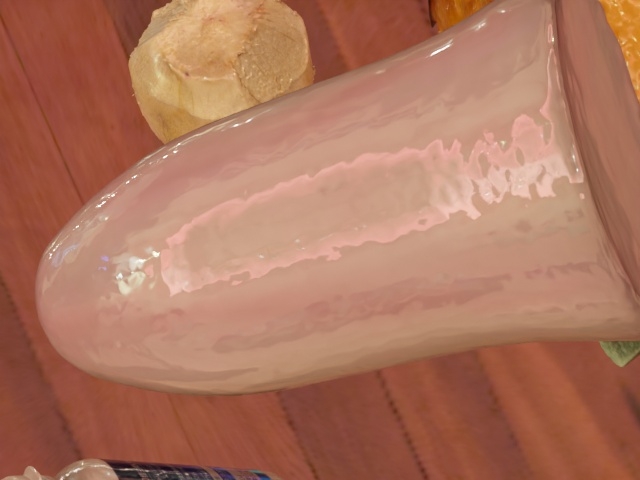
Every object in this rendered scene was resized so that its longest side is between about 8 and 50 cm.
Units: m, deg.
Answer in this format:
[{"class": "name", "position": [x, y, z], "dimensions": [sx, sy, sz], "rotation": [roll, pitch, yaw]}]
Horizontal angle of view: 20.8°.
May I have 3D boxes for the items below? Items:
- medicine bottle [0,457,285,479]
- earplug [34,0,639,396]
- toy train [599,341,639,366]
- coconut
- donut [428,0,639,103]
[{"class": "medicine bottle", "position": [-0.111, 0.193, 1.096], "dimensions": [0.191, 0.107, 0.107], "rotation": [9, 85, -33]}, {"class": "earplug", "position": [0.000, 0.000, 0.822], "dimensions": [0.301, 0.172, 0.172], "rotation": [-17, 88, 22]}, {"class": "toy train", "position": [0.434, 0.124, 1.647], "dimensions": [0.160, 0.253, 0.397], "rotation": [-34, 77, -29]}, {"class": "coconut", "position": [-0.095, -0.160, 1.729], "dimensions": [0.194, 0.194, 0.194], "rotation": [0, 86, -6]}, {"class": "donut", "position": [0.207, -0.134, 1.491], "dimensions": [0.163, 0.435, 0.377], "rotation": [-4, 73, -6]}]
